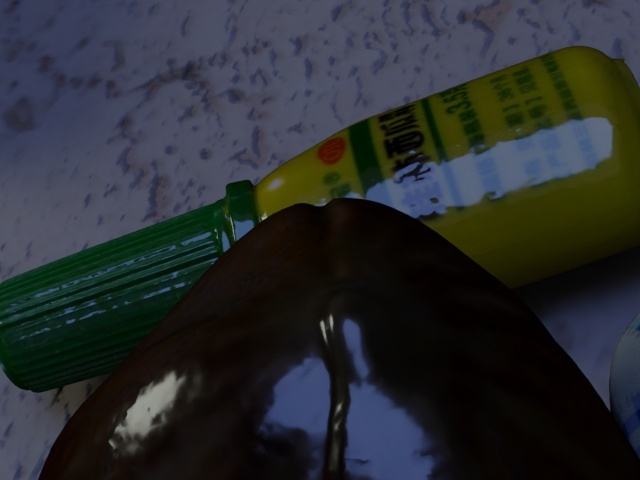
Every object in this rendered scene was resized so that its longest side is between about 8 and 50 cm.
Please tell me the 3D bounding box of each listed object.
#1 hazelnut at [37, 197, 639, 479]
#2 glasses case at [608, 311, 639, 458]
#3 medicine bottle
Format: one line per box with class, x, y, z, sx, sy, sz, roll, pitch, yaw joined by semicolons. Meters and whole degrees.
hazelnut;0.016;0.099;0.462;0.230;0.229;0.229;-11;51;13
glasses case;0.188;0.137;0.452;0.125;0.076;0.327;-19;48;8
medicine bottle;0.000;0.000;0.636;0.309;0.076;0.111;-20;42;7
